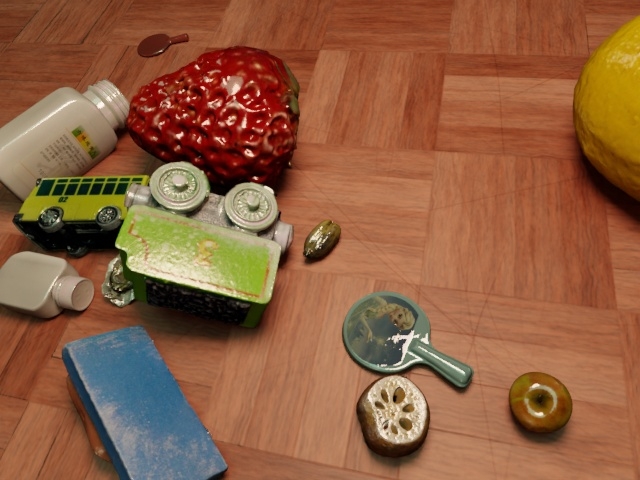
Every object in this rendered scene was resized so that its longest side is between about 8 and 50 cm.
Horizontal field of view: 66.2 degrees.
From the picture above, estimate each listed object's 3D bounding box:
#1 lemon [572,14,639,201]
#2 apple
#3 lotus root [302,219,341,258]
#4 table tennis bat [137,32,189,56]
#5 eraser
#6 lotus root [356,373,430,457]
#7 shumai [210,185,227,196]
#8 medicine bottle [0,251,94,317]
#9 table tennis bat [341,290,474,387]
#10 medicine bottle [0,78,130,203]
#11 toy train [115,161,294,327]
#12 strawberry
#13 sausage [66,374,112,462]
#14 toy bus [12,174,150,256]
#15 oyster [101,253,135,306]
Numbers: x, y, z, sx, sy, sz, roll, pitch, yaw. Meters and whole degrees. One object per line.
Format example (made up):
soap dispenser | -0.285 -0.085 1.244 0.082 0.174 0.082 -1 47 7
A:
lemon | 0.626 -0.252 0.866 0.363 0.364 0.365 -4 57 6
apple | 0.331 0.245 0.741 0.089 0.074 0.090 -5 59 8
lotus root | 0.000 0.000 0.963 0.054 0.049 0.099 34 67 17
table tennis bat | -0.456 -0.572 1.417 0.154 0.019 0.098 -11 56 4
eraser | -0.288 0.273 0.790 0.144 0.043 0.312 -10 48 -47
lotus root | 0.117 0.268 0.763 0.112 0.081 0.122 -13 57 -8
shumai | -0.266 -0.109 1.056 0.122 0.105 0.139 -5 82 2
medicine bottle | -0.549 0.091 0.978 0.183 0.069 0.119 9 58 15
table tennis bat | 0.147 0.175 0.839 0.237 0.038 0.149 29 65 27
medicine bottle | -0.588 -0.233 1.124 0.124 0.179 0.324 36 70 26
toy train | -0.208 0.011 0.885 0.307 0.173 0.249 16 60 -9
strawberry | -0.217 -0.261 1.004 0.344 0.295 0.318 8 61 -8
sausage | -0.364 0.284 0.824 0.077 0.077 0.194 -34 59 -13
toy bus | -0.472 -0.056 1.026 0.261 0.128 0.150 0 57 7
oyster | -0.389 0.072 0.973 0.100 0.037 0.098 -41 92 -8
